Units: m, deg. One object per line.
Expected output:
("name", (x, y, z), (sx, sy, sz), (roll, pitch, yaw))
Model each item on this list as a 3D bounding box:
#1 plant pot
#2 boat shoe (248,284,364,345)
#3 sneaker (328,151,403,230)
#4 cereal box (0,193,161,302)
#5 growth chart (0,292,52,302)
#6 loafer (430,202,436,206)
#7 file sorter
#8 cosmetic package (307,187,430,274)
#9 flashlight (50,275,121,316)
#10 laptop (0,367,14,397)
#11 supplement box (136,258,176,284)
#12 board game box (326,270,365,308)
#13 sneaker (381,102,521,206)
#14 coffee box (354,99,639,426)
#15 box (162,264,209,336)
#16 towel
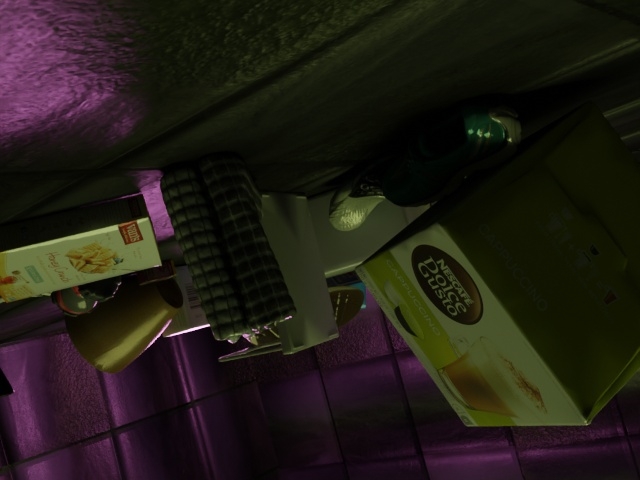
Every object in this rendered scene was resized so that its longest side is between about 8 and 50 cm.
("plant pot", (-0.499, 0.190, 2.015), (0.254, 0.237, 0.237), (-31, 171, 15))
("boat shoe", (-0.043, 0.143, 1.637), (0.302, 0.109, 0.098), (-13, -146, -31))
("sneaker", (0.083, -0.099, 1.349), (0.085, 0.086, 0.237), (18, 148, -21))
("cereal box", (-0.360, 0.015, 1.098), (0.240, 0.047, 0.173), (-14, 157, -10))
("growth chart", (-0.646, 0.119, 1.772), (0.237, 0.021, 0.172), (-11, 174, -35))
("loafer", (0.235, -0.095, 1.685), (0.267, 0.096, 0.084), (-15, 169, 21))
("file sorter", (-0.109, 0.068, 1.379), (0.173, 0.278, 0.193), (-16, 175, 26))
("cosmetic package", (0.000, 0.000, 1.608), (0.453, 0.162, 0.230), (-18, 174, 21))
("flashlight", (-0.468, 0.095, 1.517), (0.103, 0.103, 0.304), (25, 162, -23))
("laptop", (-0.979, 0.307, 1.687), (0.382, 0.408, 0.236), (-10, 139, -51))
("supplement box", (-0.412, 0.079, 1.898), (0.083, 0.043, 0.055), (-13, 175, -36))
("board game box", (-0.084, 0.098, 1.924), (0.301, 0.086, 0.308), (-14, -149, -18))
("sneaker", (0.171, -0.134, 1.135), (0.110, 0.107, 0.275), (3, 158, -32))
("coffee box", (0.321, 0.052, 1.187), (0.338, 0.338, 0.334), (-37, 180, -22))
("box", (-0.372, 0.164, 2.163), (0.119, 0.181, 0.182), (-18, 175, 34))
("towel", (-0.116, 0.018, 1.060), (0.121, 0.235, 0.284), (-21, 175, -2))
